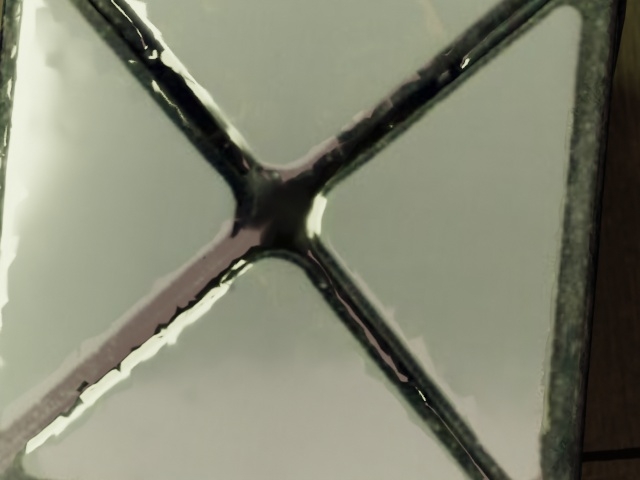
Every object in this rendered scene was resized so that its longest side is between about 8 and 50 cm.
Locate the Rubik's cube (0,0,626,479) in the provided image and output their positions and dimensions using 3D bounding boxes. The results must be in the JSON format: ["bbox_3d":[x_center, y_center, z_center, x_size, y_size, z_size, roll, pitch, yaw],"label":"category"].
[{"bbox_3d":[0.000,0.000,0.637,0.254,0.259,0.260,4,89,5],"label":"Rubik's cube"}]
